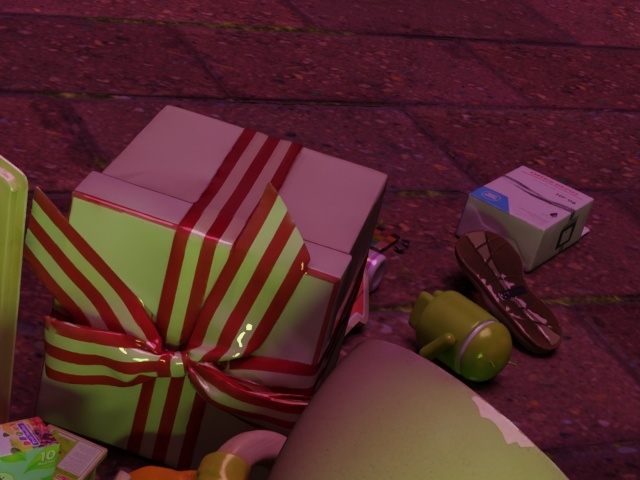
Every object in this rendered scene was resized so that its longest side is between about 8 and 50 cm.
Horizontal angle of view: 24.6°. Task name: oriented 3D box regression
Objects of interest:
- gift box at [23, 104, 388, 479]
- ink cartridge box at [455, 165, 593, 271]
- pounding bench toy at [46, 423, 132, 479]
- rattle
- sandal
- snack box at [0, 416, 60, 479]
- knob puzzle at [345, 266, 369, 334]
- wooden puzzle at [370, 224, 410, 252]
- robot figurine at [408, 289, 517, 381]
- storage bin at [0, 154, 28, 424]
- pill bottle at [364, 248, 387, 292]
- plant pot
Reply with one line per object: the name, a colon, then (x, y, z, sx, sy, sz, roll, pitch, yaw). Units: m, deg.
gift box: (-0.098, 0.033, 1.239, 0.255, 0.276, 0.258, 13, 28, 8)
ink cartridge box: (0.254, -0.033, 1.758, 0.104, 0.060, 0.180, 28, 30, 24)
pounding bench toy: (-0.185, 0.192, 1.106, 0.083, 0.065, 0.052, 21, 35, 14)
rattle: (-0.048, 0.224, 1.160, 0.199, 0.142, 0.130, 6, 57, -50)
sandal: (0.195, 0.060, 1.577, 0.072, 0.049, 0.180, -9, 50, -29)
snack box: (-0.239, 0.193, 0.997, 0.100, 0.141, 0.037, -9, 37, -39)
knob puzzle: (0.000, 0.000, 1.460, 0.213, 0.030, 0.213, 39, 35, -35)
wooden puzzle: (0.059, -0.005, 1.665, 0.083, 0.006, 0.049, 27, 30, 22)
robot figurine: (0.141, 0.094, 1.455, 0.115, 0.067, 0.101, 35, 22, 33)
storage bin: (-0.343, 0.072, 1.049, 0.123, 0.260, 0.262, 21, 28, 20)
pill bottle: (0.026, 0.020, 1.562, 0.083, 0.043, 0.043, 25, 29, 20)
plant pot: (0.055, 0.234, 0.982, 0.191, 0.284, 0.284, -41, 53, -18)
